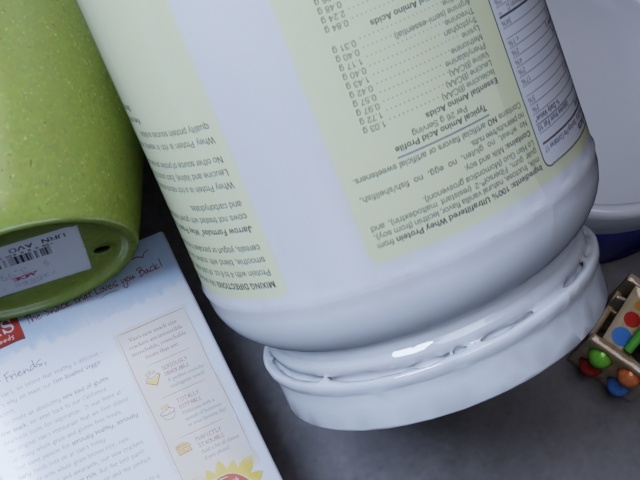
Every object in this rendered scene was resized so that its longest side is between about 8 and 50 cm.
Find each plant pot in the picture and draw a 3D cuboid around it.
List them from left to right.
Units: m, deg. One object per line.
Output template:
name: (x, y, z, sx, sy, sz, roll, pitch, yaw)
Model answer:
plant pot: (-0.219, -0.109, 0.766, 0.275, 0.275, 0.293, -16, 70, -11)

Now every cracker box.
cracker box: (-0.123, 0.130, 0.798, 0.156, 0.067, 0.232, -23, 73, -14)

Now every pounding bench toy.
pounding bench toy: (0.210, 0.064, 0.844, 0.052, 0.083, 0.065, 35, 69, 8)

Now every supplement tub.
supplement tub: (0.013, -0.086, 0.692, 0.235, 0.235, 0.324, -26, 107, -14)

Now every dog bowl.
dog bowl: (0.176, -0.119, 0.901, 0.265, 0.104, 0.264, 2, 68, -5)
